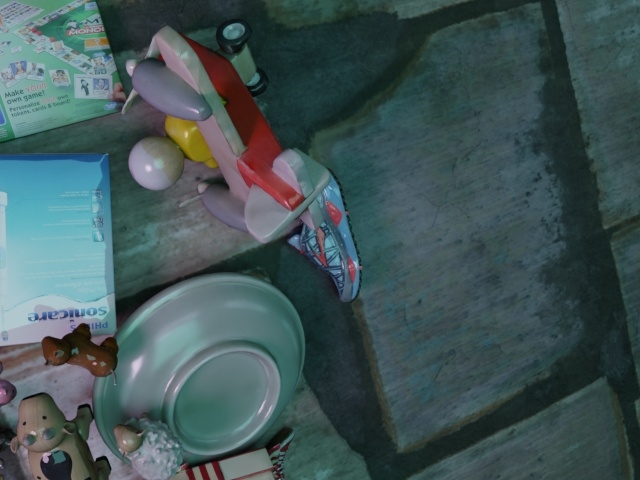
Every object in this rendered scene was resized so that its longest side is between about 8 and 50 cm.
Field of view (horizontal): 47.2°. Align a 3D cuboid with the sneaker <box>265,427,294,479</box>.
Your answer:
[{"bbox_3d":[-0.078,0.424,1.422,0.118,0.042,0.067,-47,107,-3],"label":"sneaker"}]

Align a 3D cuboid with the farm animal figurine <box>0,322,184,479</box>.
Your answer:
[{"bbox_3d":[-0.411,0.296,1.058,0.330,0.172,0.326,-32,106,-3],"label":"farm animal figurine"}]

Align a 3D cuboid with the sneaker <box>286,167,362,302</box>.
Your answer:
[{"bbox_3d":[0.000,0.000,1.392,0.125,0.104,0.262,-16,98,-3],"label":"sneaker"}]

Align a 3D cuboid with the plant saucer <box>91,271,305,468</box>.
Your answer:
[{"bbox_3d":[-0.182,0.254,1.265,0.400,0.100,0.400,-14,118,-28],"label":"plant saucer"}]

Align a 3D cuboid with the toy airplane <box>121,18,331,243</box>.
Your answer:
[{"bbox_3d":[-0.161,-0.140,1.146,0.272,0.384,0.386,-26,106,-5],"label":"toy airplane"}]

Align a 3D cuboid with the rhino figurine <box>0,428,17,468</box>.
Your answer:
[{"bbox_3d":[-0.590,0.327,1.160,0.243,0.106,0.073,4,95,-23],"label":"rhino figurine"}]

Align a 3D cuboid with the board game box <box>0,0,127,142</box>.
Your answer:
[{"bbox_3d":[-0.490,-0.272,1.165,0.317,0.046,0.213,-19,102,-20],"label":"board game box"}]

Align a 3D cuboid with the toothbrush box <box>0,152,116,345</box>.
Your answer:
[{"bbox_3d":[-0.449,0.008,1.172,0.216,0.126,0.295,-5,98,-24],"label":"toothbrush box"}]

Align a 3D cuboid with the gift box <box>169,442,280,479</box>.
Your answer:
[{"bbox_3d":[-0.163,0.507,1.257,0.255,0.258,0.276,-7,132,-25],"label":"gift box"}]
